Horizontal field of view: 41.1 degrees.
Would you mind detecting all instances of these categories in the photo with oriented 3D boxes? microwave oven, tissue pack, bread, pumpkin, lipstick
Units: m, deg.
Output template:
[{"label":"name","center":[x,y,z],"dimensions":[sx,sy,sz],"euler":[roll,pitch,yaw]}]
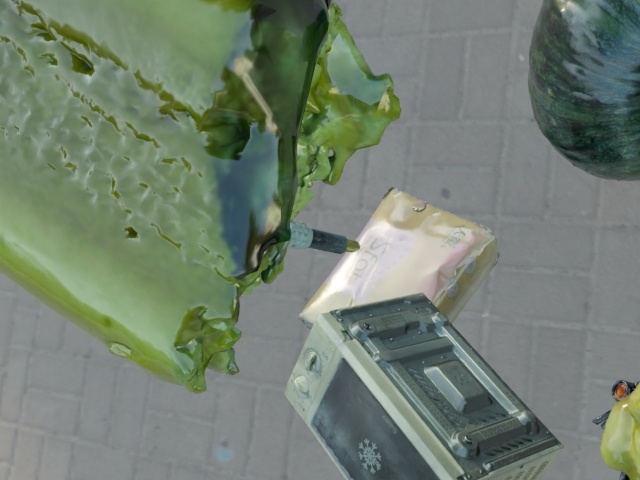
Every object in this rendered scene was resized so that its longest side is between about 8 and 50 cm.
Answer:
[{"label":"microwave oven","center":[0.110,0.188,0.920],"dimensions":[0.240,0.194,0.145],"euler":[49,133,35]},{"label":"tissue pack","center":[0.121,0.069,1.271],"dimensions":[0.215,0.123,0.256],"euler":[27,74,40]},{"label":"bread","center":[-0.150,-0.110,0.510],"dimensions":[0.377,0.208,0.251],"euler":[32,107,10]},{"label":"pumpkin","center":[0.290,-0.188,0.776],"dimensions":[0.197,0.293,0.263],"euler":[4,46,8]},{"label":"lipstick","center":[0.000,0.000,1.082],"dimensions":[0.037,0.116,0.037],"euler":[-21,63,50]}]

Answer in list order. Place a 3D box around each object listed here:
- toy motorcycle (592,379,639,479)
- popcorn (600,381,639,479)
[{"label":"toy motorcycle","center":[0.557,0.230,1.226],"dimensions":[0.359,0.125,0.212],"euler":[-36,30,2]},{"label":"popcorn","center":[0.352,0.157,0.601],"dimensions":[0.293,0.293,0.237],"euler":[-45,48,13]}]
